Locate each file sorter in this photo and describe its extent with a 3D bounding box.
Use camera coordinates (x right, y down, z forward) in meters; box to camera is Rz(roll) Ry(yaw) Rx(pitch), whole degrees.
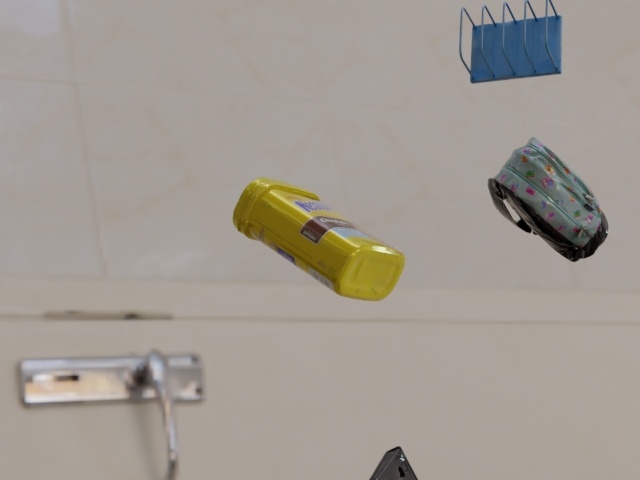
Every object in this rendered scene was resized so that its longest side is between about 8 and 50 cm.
[{"bbox_3d":[0.346,-0.369,2.143,0.170,0.104,0.118,-3,-110,23],"label":"file sorter"}]

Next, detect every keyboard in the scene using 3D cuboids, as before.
[{"bbox_3d":[0.108,0.306,1.234,0.023,0.108,0.180,-23,-82,30],"label":"keyboard"}]

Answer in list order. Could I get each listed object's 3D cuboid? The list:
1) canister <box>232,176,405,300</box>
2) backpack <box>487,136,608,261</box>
[{"bbox_3d":[0.000,0.000,1.343,0.170,0.126,0.073,33,-78,34],"label":"canister"},{"bbox_3d":[0.337,-0.066,1.754,0.115,0.182,0.152,-53,-148,-2],"label":"backpack"}]
